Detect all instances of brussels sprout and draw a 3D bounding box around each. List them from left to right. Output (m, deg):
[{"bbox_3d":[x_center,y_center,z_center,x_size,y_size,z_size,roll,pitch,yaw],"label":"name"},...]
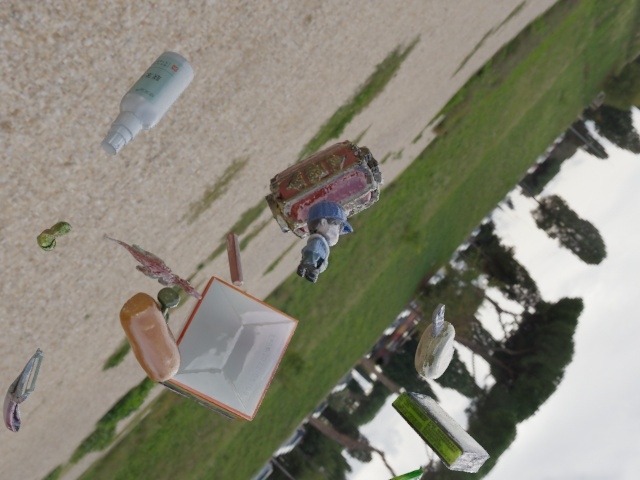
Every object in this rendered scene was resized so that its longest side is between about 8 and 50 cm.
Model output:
[{"bbox_3d":[-0.623,-0.014,1.496,0.083,0.046,0.051,-51,178,-10],"label":"brussels sprout"}]

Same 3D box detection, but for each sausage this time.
[{"bbox_3d":[-0.376,0.224,1.435,0.098,0.098,0.238,-44,136,-37],"label":"sausage"},{"bbox_3d":[-0.216,0.048,1.620,0.035,0.147,0.030,-15,158,16],"label":"sausage"}]

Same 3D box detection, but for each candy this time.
[{"bbox_3d":[0.185,0.588,1.510,0.178,0.032,0.102,15,107,-57],"label":"candy"}]

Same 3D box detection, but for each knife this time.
[{"bbox_3d":[-0.668,0.346,1.422,0.278,0.053,0.123,-52,-156,41],"label":"knife"}]

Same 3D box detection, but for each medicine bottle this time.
[{"bbox_3d":[-0.464,-0.357,1.695,0.351,0.110,0.110,-63,-173,-34],"label":"medicine bottle"}]

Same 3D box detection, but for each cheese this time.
[{"bbox_3d":[0.343,0.290,1.890,0.163,0.082,0.286,-45,147,-37],"label":"cheese"}]

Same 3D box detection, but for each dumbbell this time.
[{"bbox_3d":[-0.357,0.154,1.463,0.046,0.052,0.118,-46,175,-44],"label":"dumbbell"}]

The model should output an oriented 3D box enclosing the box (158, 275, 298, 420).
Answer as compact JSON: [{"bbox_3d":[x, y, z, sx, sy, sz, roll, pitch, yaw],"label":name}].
[{"bbox_3d":[-0.306,0.351,2.048,0.348,0.319,0.257,-66,-168,-21],"label":"box"}]

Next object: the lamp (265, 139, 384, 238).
[{"bbox_3d":[0.009,-0.120,1.501,0.274,0.177,0.177,-27,178,4],"label":"lamp"}]

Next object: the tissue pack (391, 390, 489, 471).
[{"bbox_3d":[0.318,0.505,1.706,0.173,0.235,0.073,27,102,-49],"label":"tissue pack"}]

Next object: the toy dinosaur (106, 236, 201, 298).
[{"bbox_3d":[-0.411,0.061,1.568,0.053,0.167,0.242,-55,134,-17],"label":"toy dinosaur"}]

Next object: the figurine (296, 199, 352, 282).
[{"bbox_3d":[0.000,0.000,1.158,0.086,0.087,0.149,94,22,-66],"label":"figurine"}]
